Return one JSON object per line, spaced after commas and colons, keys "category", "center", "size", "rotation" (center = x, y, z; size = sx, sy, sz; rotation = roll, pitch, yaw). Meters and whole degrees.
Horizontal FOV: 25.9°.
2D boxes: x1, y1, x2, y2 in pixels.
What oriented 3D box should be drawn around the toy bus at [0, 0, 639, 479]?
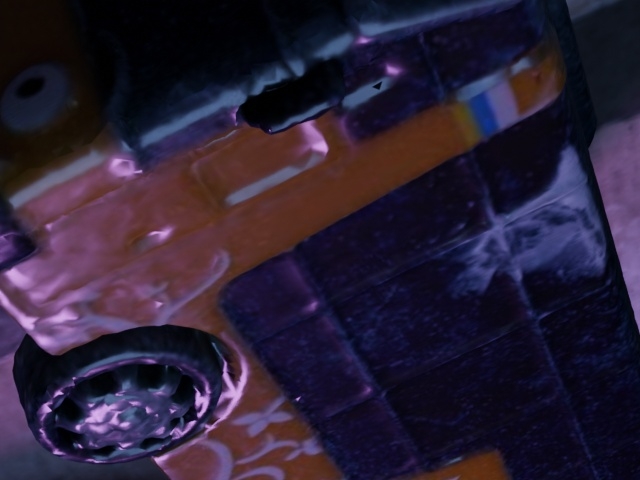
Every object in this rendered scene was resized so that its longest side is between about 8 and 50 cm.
{"category": "toy bus", "center": [0.000, 0.000, 0.484], "size": [0.194, 0.162, 0.323], "rotation": [-25, 141, 3]}
